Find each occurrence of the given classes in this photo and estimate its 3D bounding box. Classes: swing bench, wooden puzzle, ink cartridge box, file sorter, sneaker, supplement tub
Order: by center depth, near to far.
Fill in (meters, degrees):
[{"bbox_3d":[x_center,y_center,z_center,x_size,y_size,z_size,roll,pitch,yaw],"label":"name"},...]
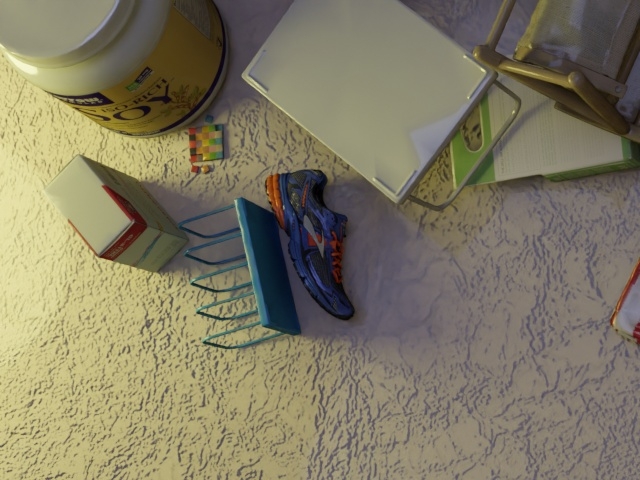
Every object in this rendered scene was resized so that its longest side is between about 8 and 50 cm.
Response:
[{"bbox_3d":[0.349,-0.266,1.594,0.165,0.254,0.253,26,93,44],"label":"swing bench"},{"bbox_3d":[0.087,-0.190,1.744,0.277,0.173,0.193,41,101,25],"label":"file sorter"},{"bbox_3d":[0.281,-0.159,1.768,0.235,0.056,0.171,-10,76,28],"label":"ink cartridge box"},{"bbox_3d":[-0.278,-0.284,1.806,0.241,0.331,0.241,-3,79,16],"label":"supplement tub"},{"bbox_3d":[0.000,0.000,1.807,0.087,0.083,0.221,-23,76,5],"label":"sneaker"},{"bbox_3d":[-0.109,0.048,1.809,0.104,0.118,0.170,-17,76,16],"label":"file sorter"},{"bbox_3d":[-0.268,-0.032,1.840,0.072,0.175,0.127,-45,71,7],"label":"ink cartridge box"},{"bbox_3d":[-0.158,-0.134,1.915,0.049,0.006,0.083,-6,78,15],"label":"wooden puzzle"}]

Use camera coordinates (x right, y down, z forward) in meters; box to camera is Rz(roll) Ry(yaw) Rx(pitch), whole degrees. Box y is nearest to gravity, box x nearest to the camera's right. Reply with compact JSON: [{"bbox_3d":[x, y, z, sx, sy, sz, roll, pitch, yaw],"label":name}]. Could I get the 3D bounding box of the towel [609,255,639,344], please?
[{"bbox_3d":[0.533,0.071,1.632,0.329,0.037,0.237,27,102,19],"label":"towel"}]
